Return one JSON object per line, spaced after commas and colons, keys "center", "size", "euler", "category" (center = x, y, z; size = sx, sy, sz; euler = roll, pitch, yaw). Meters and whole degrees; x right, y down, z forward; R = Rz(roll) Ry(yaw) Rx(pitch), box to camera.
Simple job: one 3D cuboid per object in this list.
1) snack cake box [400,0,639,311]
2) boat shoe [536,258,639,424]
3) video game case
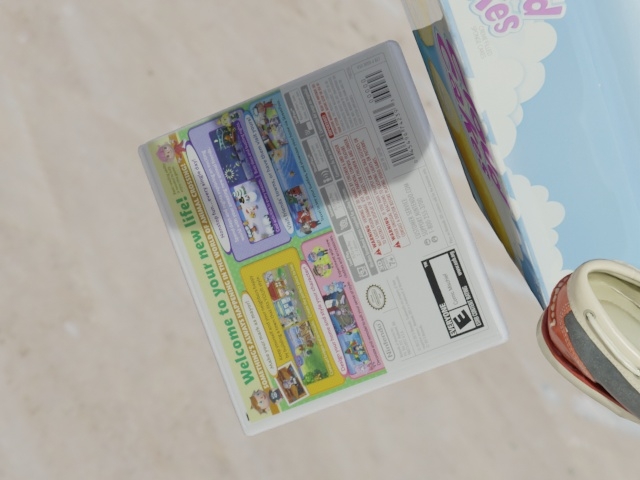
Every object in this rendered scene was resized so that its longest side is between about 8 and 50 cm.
{"center": [0.094, -0.109, 0.879], "size": [0.152, 0.089, 0.264], "euler": [-112, 179, -60], "category": "snack cake box"}
{"center": [0.136, 0.051, 0.604], "size": [0.137, 0.043, 0.049], "euler": [32, 60, 4], "category": "boat shoe"}
{"center": [0.000, 0.000, 1.223], "size": [0.212, 0.193, 0.023], "euler": [69, 15, 3], "category": "video game case"}
